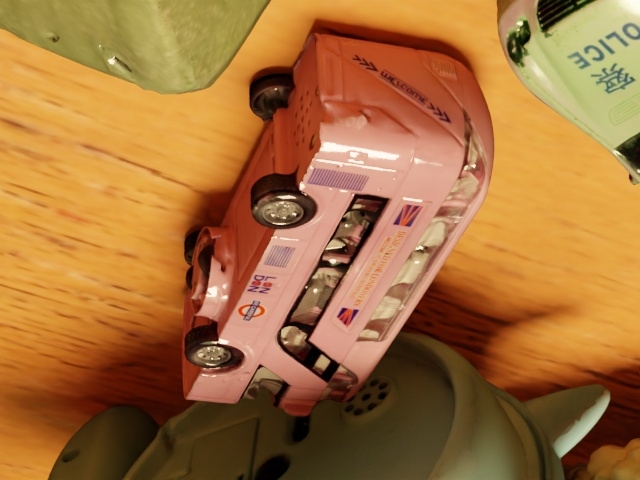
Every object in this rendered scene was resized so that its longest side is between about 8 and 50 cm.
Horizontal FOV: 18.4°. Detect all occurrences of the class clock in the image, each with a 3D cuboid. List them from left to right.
[{"bbox_3d":[-0.004,0.129,0.859,0.274,0.223,0.094,-23,119,18],"label":"clock"}]

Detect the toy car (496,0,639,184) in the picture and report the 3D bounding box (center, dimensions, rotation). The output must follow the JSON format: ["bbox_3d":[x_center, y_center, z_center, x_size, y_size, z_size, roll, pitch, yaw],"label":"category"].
[{"bbox_3d":[0.160,-0.041,0.709,0.224,0.076,0.090,25,141,-37],"label":"toy car"}]

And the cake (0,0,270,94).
[{"bbox_3d":[-0.133,-0.130,0.467,0.284,0.172,0.158,-2,146,4],"label":"cake"}]

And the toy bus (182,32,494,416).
[{"bbox_3d":[0.000,0.000,0.780,0.090,0.063,0.203,8,146,-16],"label":"toy bus"}]

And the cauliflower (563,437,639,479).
[{"bbox_3d":[0.161,0.201,0.967,0.327,0.260,0.281,26,176,2],"label":"cauliflower"}]
